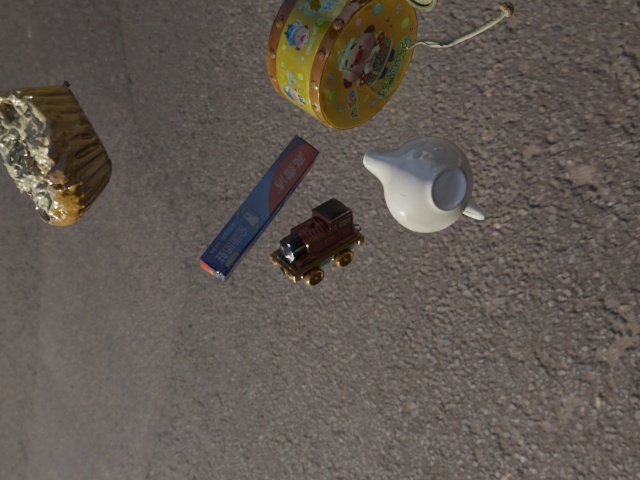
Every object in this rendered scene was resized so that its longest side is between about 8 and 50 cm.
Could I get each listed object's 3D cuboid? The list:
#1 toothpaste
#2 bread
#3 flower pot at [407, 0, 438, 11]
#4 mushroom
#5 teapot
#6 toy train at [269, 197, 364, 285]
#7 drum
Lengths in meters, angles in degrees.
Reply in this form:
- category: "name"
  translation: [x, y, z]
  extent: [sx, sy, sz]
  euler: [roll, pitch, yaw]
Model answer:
- category: "toothpaste"
  translation: [-0.119, -0.064, 1.183]
  extent: [0.066, 0.320, 0.076]
  euler: [35, 163, -1]
- category: "bread"
  translation: [-0.504, -0.163, 1.121]
  extent: [0.274, 0.149, 0.274]
  euler: [29, 133, 36]
- category: "flower pot"
  translation: [0.288, -0.709, 1.456]
  extent: [0.212, 0.203, 0.212]
  euler: [50, 171, 11]
- category: "mushroom"
  translation: [0.366, -0.548, 1.560]
  extent: [0.043, 0.306, 0.068]
  euler: [-115, 1, -47]
- category: "teapot"
  translation: [0.172, -0.078, 0.888]
  extent: [0.145, 0.226, 0.092]
  euler: [-61, 30, 1]
- category: "toy train"
  translation: [0.000, 0.000, 2.120]
  extent: [0.163, 0.369, 0.231]
  euler: [38, 147, 40]
- category: "drum"
  translation: [0.067, -0.540, 1.690]
  extent: [0.214, 0.431, 0.431]
  euler: [37, 127, 28]
